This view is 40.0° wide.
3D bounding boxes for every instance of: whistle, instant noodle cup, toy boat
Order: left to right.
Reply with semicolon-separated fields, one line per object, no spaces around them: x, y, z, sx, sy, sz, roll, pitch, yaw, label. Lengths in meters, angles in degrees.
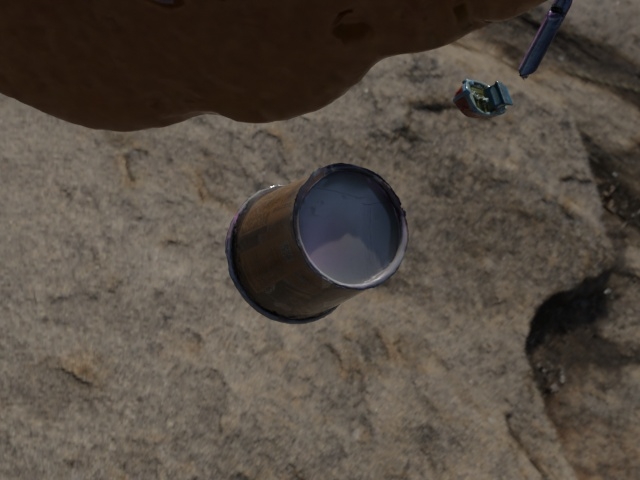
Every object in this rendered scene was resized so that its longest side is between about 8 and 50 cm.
0.000;0.000;1.233;0.217;0.207;0.218;6;77;-24;instant noodle cup
0.299;-0.262;1.614;0.172;0.058;0.069;-5;75;-51;toy boat
0.397;-0.365;1.545;0.033;0.177;0.033;26;9;-5;whistle

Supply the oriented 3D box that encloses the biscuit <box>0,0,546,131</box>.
-0.064;-0.186;0.314;0.455;0.350;0.078;-7;43;28;biscuit
